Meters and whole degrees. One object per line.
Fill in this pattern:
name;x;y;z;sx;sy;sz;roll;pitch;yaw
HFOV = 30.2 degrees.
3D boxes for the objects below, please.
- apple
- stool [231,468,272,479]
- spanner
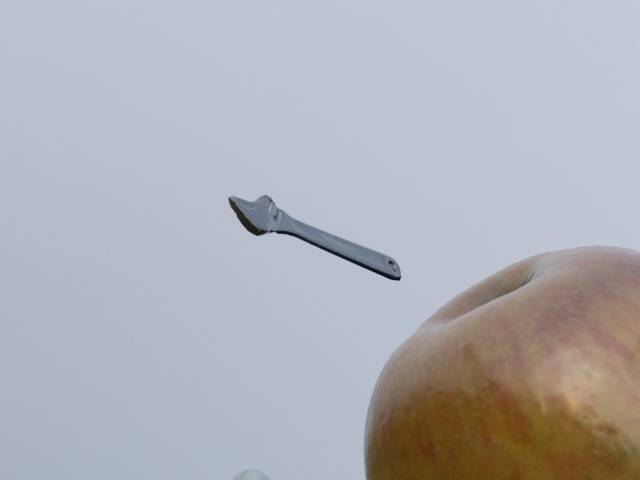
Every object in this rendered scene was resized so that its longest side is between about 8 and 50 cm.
apple;0.227;0.184;1.163;0.333;0.400;0.400;50;-19;14
stool;-0.112;0.293;0.917;0.198;0.195;0.195;-16;-49;6
spanner;0.000;0.000;1.013;0.208;0.046;0.012;23;-53;-42
